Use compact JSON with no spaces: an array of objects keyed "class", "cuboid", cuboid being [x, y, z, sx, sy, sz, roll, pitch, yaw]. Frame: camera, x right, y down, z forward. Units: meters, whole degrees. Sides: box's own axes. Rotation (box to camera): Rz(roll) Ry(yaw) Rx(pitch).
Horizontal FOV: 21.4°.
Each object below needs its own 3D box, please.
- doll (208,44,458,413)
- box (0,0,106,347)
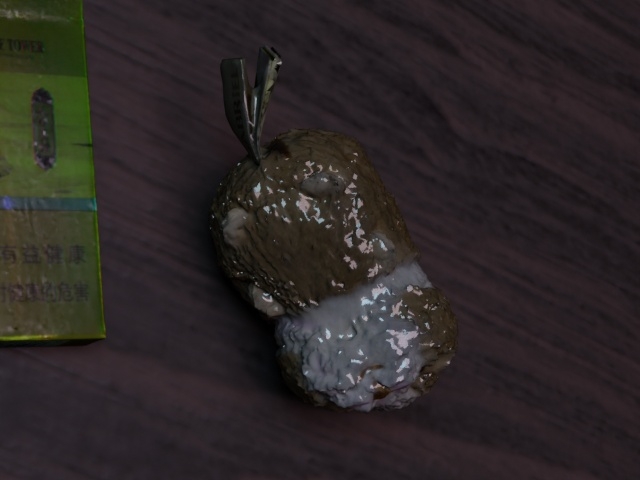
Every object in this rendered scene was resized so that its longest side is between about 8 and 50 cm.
[{"class":"doll","cuboid":[-0.007,0.000,0.950,0.221,0.105,0.115,57,19,-9]},{"class":"box","cuboid":[-0.179,-0.041,0.891,0.121,0.030,0.193,1,78,-33]}]
